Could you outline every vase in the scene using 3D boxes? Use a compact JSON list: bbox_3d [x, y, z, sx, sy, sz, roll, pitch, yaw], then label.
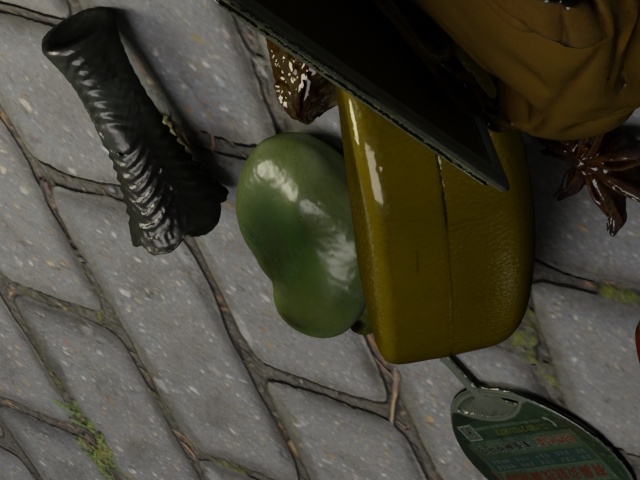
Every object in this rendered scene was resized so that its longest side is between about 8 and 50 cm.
[{"bbox_3d":[-0.187,-0.111,1.804,0.115,0.115,0.237,9,136,42],"label":"vase"}]

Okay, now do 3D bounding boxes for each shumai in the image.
[{"bbox_3d":[0.004,-0.165,1.526,0.105,0.139,0.123,19,-166,-31],"label":"shumai"}]

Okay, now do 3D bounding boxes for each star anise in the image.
[{"bbox_3d":[0.217,-0.067,1.454,0.141,0.042,0.141,40,159,19],"label":"star anise"}]

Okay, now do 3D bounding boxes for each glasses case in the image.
[{"bbox_3d":[0.100,-0.023,1.517,0.141,0.173,0.371,-11,146,-1],"label":"glasses case"}]

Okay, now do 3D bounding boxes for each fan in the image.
[{"bbox_3d":[0.190,0.201,1.907,0.294,0.012,0.223,33,152,10],"label":"fan"}]

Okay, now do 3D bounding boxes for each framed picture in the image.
[{"bbox_3d":[0.007,-0.169,1.251,0.018,0.231,0.293,-38,134,23],"label":"framed picture"}]

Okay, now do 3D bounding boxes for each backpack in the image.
[{"bbox_3d":[0.106,-0.244,1.161,0.378,0.201,0.353,49,166,-3],"label":"backpack"}]

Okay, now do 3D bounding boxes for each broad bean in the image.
[{"bbox_3d":[0.000,0.000,1.750,0.169,0.100,0.228,-4,128,43],"label":"broad bean"}]

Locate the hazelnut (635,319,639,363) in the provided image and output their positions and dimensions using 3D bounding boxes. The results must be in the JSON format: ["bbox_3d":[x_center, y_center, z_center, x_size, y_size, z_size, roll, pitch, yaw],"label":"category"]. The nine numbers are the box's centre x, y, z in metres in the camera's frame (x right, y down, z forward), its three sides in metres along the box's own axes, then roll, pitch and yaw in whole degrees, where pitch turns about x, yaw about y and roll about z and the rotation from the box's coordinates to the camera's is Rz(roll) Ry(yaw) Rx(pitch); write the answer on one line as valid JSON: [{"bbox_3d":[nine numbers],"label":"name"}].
[{"bbox_3d":[0.324,0.085,1.398,0.182,0.182,0.182,28,150,18],"label":"hazelnut"}]
